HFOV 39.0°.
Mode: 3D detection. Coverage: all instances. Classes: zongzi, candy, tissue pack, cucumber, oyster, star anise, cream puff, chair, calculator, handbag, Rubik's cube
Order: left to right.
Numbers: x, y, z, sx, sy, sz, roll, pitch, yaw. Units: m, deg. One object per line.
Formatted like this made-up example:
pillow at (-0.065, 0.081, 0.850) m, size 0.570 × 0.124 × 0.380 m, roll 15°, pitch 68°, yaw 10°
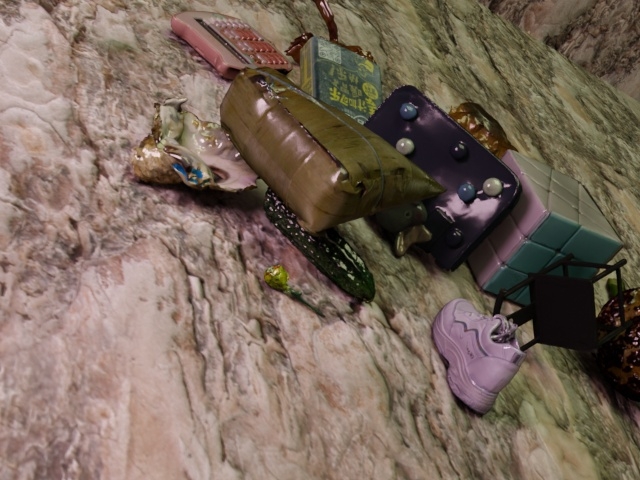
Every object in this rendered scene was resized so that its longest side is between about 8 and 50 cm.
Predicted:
oyster at (-0.200, -0.137, 1.505) m, size 0.222 × 0.083 × 0.214 m, roll 33°, pitch 32°, yaw -18°
calculator at (-0.184, -0.424, 1.985) m, size 0.220 × 0.048 × 0.329 m, roll 43°, pitch 27°, yaw 12°
candy at (-0.038, 0.083, 1.420) m, size 0.123 × 0.035 × 0.035 m, roll 40°, pitch 31°, yaw -11°
cucumber at (-0.001, 0.000, 1.530) m, size 0.265 × 0.077 × 0.077 m, roll 45°, pitch 29°, yaw 16°
star anise at (0.001, -0.467, 2.141) m, size 0.346 × 0.148 × 0.237 m, roll 51°, pitch 26°, yaw -1°
zongzi at (0.029, -0.167, 1.552) m, size 0.360 × 0.160 × 0.323 m, roll -11°, pitch 56°, yaw -47°
tissue pack at (0.048, -0.305, 1.952) m, size 0.185 × 0.081 × 0.257 m, roll 19°, pitch 51°, yaw -27°
handbag at (0.198, -0.111, 1.761) m, size 0.325 × 0.269 × 0.118 m, roll 42°, pitch 7°, yaw 12°
cream puff at (0.379, -0.241, 2.223) m, size 0.269 × 0.155 × 0.241 m, roll 13°, pitch 37°, yaw -40°
Rubik's cube at (0.443, -0.013, 1.883) m, size 0.231 × 0.225 × 0.221 m, roll 19°, pitch 33°, yaw -29°
chair at (0.450, 0.128, 1.671) m, size 0.260 × 0.155 × 0.141 m, roll -22°, pitch 19°, yaw -41°
cream puff at (0.646, 0.202, 1.783) m, size 0.164 × 0.239 × 0.239 m, roll 24°, pitch 30°, yaw -39°

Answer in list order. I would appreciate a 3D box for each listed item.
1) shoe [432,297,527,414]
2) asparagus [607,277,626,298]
shoe at (0.273, 0.165, 1.528) m, size 0.095 × 0.137 × 0.245 m, roll 29°, pitch 29°, yaw -24°
asparagus at (0.719, 0.126, 2.180) m, size 0.045 × 0.041 × 0.178 m, roll 41°, pitch 27°, yaw -10°
